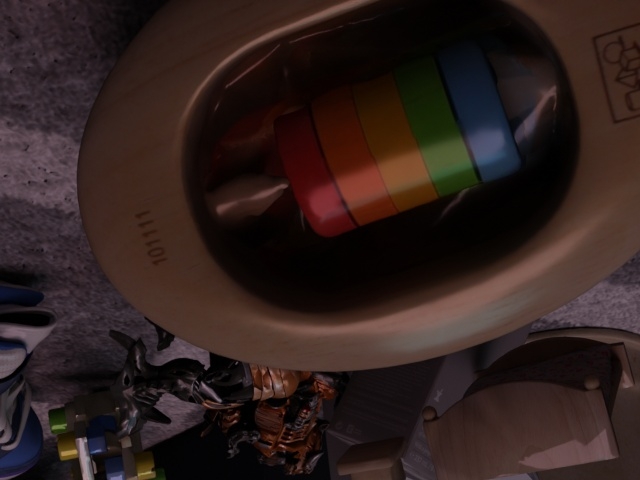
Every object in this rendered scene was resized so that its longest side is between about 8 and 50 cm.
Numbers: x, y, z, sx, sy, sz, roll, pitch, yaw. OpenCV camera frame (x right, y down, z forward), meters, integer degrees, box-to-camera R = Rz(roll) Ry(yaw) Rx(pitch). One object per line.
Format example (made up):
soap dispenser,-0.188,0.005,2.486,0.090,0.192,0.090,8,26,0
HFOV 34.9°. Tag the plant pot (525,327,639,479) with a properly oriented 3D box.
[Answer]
plant pot,0.311,0.324,1.290,0.334,0.305,0.334,-6,146,-4

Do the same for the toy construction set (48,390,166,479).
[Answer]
toy construction set,-0.253,0.310,1.212,0.151,0.215,0.327,2,123,-21

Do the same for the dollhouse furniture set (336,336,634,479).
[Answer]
dollhouse furniture set,0.206,0.059,0.868,0.356,0.173,0.303,-15,-177,20

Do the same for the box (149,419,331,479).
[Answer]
box,-0.078,0.396,1.434,0.312,0.179,0.343,-28,141,29

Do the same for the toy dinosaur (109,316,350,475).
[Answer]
toy dinosaur,-0.076,0.107,0.996,0.218,0.164,0.322,4,113,13

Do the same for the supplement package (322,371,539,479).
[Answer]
supplement package,0.116,0.183,1.134,0.194,0.203,0.149,-18,145,17

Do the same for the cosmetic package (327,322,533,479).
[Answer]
cosmetic package,0.118,0.111,0.989,0.107,0.238,0.127,16,165,43

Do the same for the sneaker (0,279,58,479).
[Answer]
sneaker,-0.338,0.145,1.053,0.236,0.130,0.323,-19,139,24

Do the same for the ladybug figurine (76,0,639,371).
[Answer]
ladybug figurine,0.055,-0.077,0.714,0.449,0.162,0.305,-15,101,9
